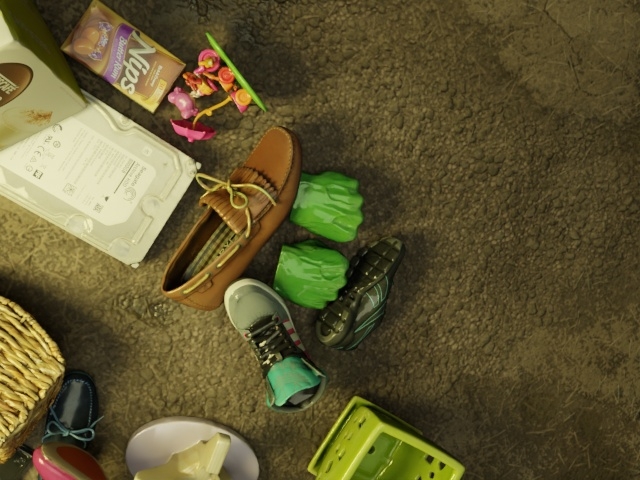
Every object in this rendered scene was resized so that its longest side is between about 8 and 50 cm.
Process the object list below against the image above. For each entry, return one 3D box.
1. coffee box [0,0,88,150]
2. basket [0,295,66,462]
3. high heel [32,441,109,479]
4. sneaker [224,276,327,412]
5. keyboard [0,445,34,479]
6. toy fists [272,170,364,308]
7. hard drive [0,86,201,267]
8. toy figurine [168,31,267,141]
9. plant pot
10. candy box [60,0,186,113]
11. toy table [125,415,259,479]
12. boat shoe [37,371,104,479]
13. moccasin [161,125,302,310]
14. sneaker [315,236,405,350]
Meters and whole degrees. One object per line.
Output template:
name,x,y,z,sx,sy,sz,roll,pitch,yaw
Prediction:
coffee box,-0.586,-0.296,0.820,0.334,0.337,0.338,-29,93,-7
basket,-0.610,0.216,1.041,0.299,0.223,0.213,35,55,-5
high heel,-0.442,0.511,1.082,0.181,0.127,0.377,-39,130,-14
sneaker,-0.079,0.217,1.118,0.124,0.178,0.295,-31,122,-4
keyboard,-0.622,0.468,1.141,0.108,0.023,0.180,38,89,-10
toy fists,0.000,0.000,1.186,0.142,0.096,0.279,15,96,-3
hard drive,-0.420,-0.132,1.075,0.339,0.064,0.236,33,90,-17
toy figurine,-0.211,-0.260,1.085,0.159,0.130,0.173,-37,105,4
plant pot,0.118,0.467,1.230,0.228,0.207,0.227,33,89,-16
candy box,-0.349,-0.326,1.067,0.187,0.053,0.109,34,88,-18
toy table,-0.244,0.466,1.164,0.274,0.161,0.252,9,97,-16
boat shoe,-0.473,0.382,1.129,0.109,0.089,0.258,6,97,-15
moccasin,-0.167,-0.049,1.104,0.380,0.139,0.147,-52,146,5
sneaker,0.095,0.113,1.240,0.106,0.101,0.267,38,88,-38
